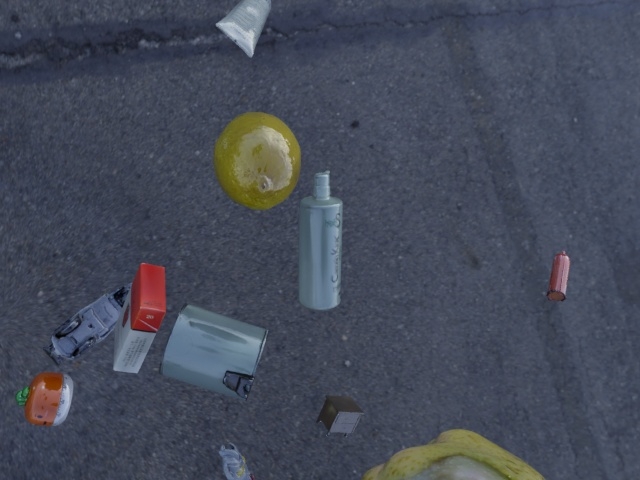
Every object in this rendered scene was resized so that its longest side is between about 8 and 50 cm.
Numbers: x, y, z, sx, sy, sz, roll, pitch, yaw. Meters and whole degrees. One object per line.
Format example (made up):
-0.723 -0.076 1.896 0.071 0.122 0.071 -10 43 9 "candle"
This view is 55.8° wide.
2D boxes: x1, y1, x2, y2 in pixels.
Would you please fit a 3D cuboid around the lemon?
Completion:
-0.162 -0.205 1.552 0.236 0.236 0.263 44 45 -17 "lemon"

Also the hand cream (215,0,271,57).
-0.131 -0.405 1.107 0.080 0.050 0.234 38 35 -19 "hand cream"

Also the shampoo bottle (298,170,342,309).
0.000 0.000 1.169 0.085 0.085 0.262 -10 112 -29 "shampoo bottle"

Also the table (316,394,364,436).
0.047 0.450 1.538 0.083 0.070 0.082 13 106 -35 "table"

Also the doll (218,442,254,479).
-0.232 0.649 1.703 0.195 0.062 0.104 63 34 -20 "doll"

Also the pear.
0.159 0.349 0.675 0.271 0.271 0.271 4 81 -28 "pear"

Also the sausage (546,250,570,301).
0.582 0.080 1.475 0.050 0.048 0.145 28 56 -4 "sausage"

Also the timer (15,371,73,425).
-0.678 0.385 1.481 0.136 0.099 0.136 29 40 -29 "timer"

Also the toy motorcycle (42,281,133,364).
-0.554 0.197 1.495 0.263 0.157 0.091 -42 100 -27 "toy motorcycle"

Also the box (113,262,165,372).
-0.291 0.125 0.971 0.048 0.152 0.100 14 35 -29 "box"

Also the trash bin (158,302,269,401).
-0.304 0.324 1.763 0.262 0.277 0.217 18 106 -3 "trash bin"
